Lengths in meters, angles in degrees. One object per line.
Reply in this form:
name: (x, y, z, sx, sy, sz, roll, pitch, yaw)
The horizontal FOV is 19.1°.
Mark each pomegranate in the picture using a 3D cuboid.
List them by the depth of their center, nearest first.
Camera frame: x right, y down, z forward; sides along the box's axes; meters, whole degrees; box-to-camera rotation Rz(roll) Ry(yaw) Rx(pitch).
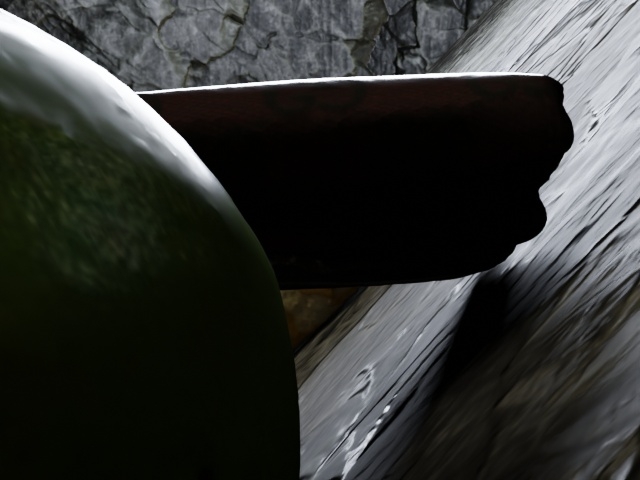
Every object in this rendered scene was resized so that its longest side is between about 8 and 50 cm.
pomegranate: (-0.128, 0.064, 0.471, 0.260, 0.260, 0.341, -46, -22, -10)

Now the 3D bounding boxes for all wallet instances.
wallet: (-0.043, -0.010, 0.634, 0.229, 0.049, 0.182, -4, -13, -5)

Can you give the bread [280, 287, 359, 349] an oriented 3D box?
bread: (0.000, 0.000, 1.072, 0.149, 0.073, 0.122, -47, 8, 19)
